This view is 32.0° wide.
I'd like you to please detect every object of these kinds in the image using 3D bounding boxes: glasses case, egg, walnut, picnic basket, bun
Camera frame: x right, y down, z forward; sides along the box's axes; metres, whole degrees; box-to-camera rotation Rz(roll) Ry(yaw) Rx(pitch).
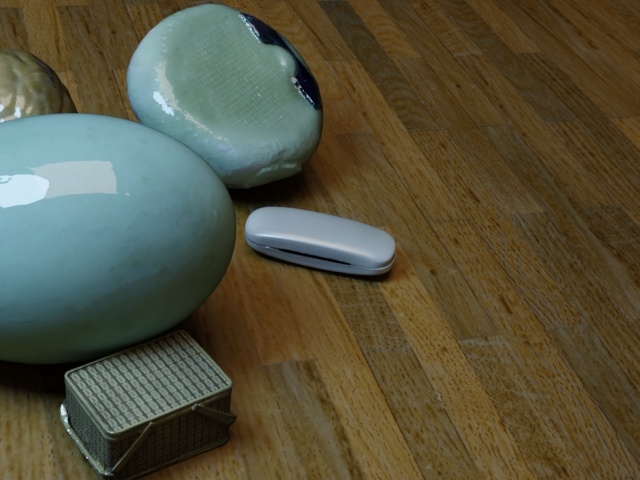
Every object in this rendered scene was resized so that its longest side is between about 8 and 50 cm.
[{"bbox_3d":[0.000,0.000,1.482,0.204,0.051,0.081,13,35,7],"label":"glasses case"},{"bbox_3d":[-0.287,-0.002,1.233,0.389,0.276,0.276,-7,36,0],"label":"egg"},{"bbox_3d":[-0.407,-0.132,1.444,0.225,0.225,0.261,-6,31,-19],"label":"walnut"},{"bbox_3d":[-0.182,0.175,1.179,0.164,0.079,0.115,-19,44,-32],"label":"picnic basket"},{"bbox_3d":[-0.148,-0.184,1.608,0.293,0.187,0.293,13,54,-19],"label":"bun"}]
